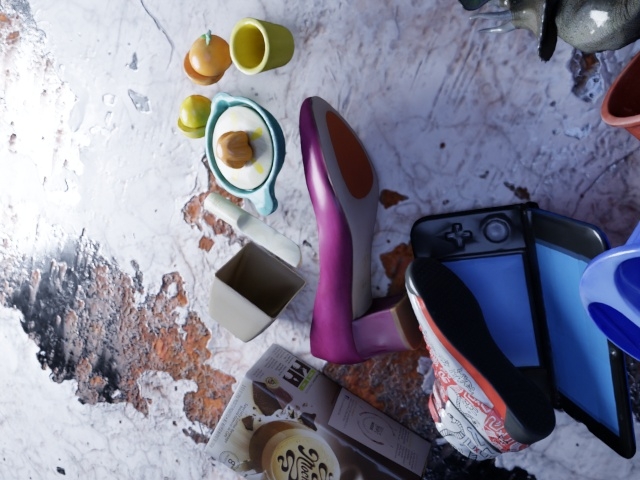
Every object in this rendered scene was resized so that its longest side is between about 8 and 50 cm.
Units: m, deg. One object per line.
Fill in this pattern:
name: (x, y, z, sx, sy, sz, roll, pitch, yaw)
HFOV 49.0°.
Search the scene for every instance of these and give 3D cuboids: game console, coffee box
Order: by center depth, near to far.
game console: (0.246, 0.114, 0.893, 0.250, 0.173, 0.293, -8, 105, 21)
coffee box: (-0.003, 0.319, 1.078, 0.297, 0.119, 0.168, 31, 114, 7)

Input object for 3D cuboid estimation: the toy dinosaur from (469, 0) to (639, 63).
toy dinosaur: (0.309, -0.249, 0.732, 0.121, 0.313, 0.160, 38, 94, -25)

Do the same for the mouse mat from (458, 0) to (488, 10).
mouse mat: (0.185, -0.384, 0.812, 0.153, 0.007, 0.189, -34, 82, 25)

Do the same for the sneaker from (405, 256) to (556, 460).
sneaker: (0.169, 0.162, 0.917, 0.270, 0.090, 0.145, 54, 140, 12)

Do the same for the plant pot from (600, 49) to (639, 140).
plant pot: (0.480, -0.122, 0.696, 0.265, 0.272, 0.272, 43, 116, -7)

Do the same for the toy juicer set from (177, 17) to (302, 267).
toy juicer set: (-0.129, -0.128, 0.956, 0.209, 0.090, 0.328, 10, 109, 37)

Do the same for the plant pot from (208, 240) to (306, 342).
plant pot: (-0.105, 0.086, 1.047, 0.109, 0.109, 0.096, 36, 128, 4)

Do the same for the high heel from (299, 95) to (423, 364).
high heel: (0.000, 0.000, 0.974, 0.181, 0.127, 0.377, -14, 96, 34)

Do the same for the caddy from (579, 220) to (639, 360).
caddy: (0.417, 0.074, 0.637, 0.341, 0.179, 0.241, 26, 156, 16)
